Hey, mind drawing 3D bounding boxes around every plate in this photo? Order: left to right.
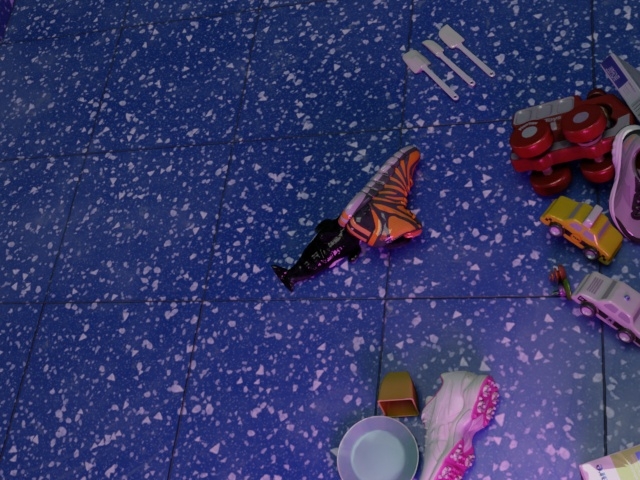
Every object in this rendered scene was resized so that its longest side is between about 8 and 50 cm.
[{"bbox_3d":[0.129,0.485,1.866,0.188,0.024,0.188,-9,60,16],"label":"plate"}]

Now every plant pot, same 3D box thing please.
[{"bbox_3d":[0.178,0.343,1.894,0.081,0.081,0.083,-7,50,16],"label":"plant pot"}]

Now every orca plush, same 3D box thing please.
[{"bbox_3d":[0.000,0.000,2.126,0.287,0.102,0.151,-27,57,5],"label":"orca plush"}]

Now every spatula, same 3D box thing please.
[{"bbox_3d":[0.354,-0.486,2.313,0.168,0.019,0.242,-33,58,-6],"label":"spatula"}]

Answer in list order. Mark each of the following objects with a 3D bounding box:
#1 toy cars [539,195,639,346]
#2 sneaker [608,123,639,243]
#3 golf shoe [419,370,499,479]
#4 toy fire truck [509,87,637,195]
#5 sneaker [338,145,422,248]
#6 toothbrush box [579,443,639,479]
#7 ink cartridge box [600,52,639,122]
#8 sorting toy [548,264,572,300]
[{"bbox_3d":[0.625,0.049,1.848,0.176,0.087,0.394,-5,58,-14],"label":"toy cars"},{"bbox_3d":[0.704,-0.115,1.855,0.100,0.272,0.108,-13,21,-5],"label":"sneaker"},{"bbox_3d":[0.270,0.419,1.812,0.140,0.115,0.306,14,62,37],"label":"golf shoe"},{"bbox_3d":[0.597,-0.266,2.004,0.302,0.169,0.254,-14,41,32],"label":"toy fire truck"},{"bbox_3d":[0.197,-0.093,2.109,0.180,0.124,0.321,38,61,7],"label":"sneaker"},{"bbox_3d":[0.650,0.455,1.584,0.283,0.206,0.122,-23,58,8],"label":"toothbrush box"},{"bbox_3d":[0.782,-0.324,1.978,0.045,0.224,0.223,-45,49,33],"label":"ink cartridge box"},{"bbox_3d":[0.542,0.102,1.901,0.042,0.061,0.102,-15,36,12],"label":"sorting toy"}]
